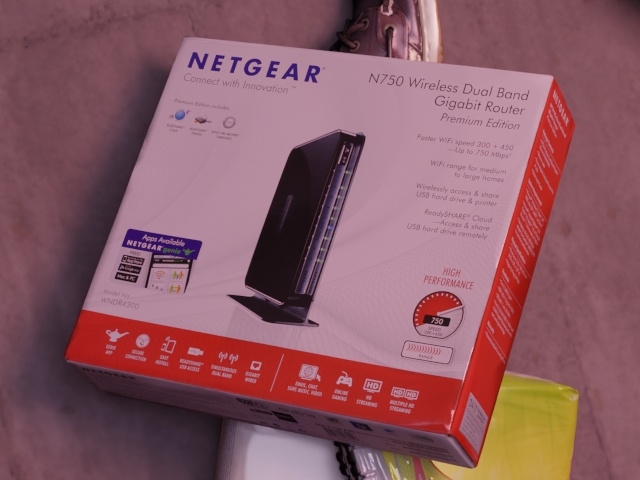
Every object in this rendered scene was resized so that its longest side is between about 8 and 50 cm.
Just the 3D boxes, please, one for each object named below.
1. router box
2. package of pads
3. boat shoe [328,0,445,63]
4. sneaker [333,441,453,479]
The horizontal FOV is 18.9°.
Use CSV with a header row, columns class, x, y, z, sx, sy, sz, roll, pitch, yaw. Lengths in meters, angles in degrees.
class,x,y,z,sx,sy,sz,roll,pitch,yaw
router box,0.000,0.000,1.521,0.335,0.082,0.301,8,68,25
package of pads,0.059,0.204,1.595,0.296,0.101,0.229,9,80,-10
boat shoe,0.052,-0.151,1.655,0.092,0.103,0.285,-9,88,-17
sneaker,0.087,0.226,1.505,0.094,0.081,0.208,-18,85,-14
